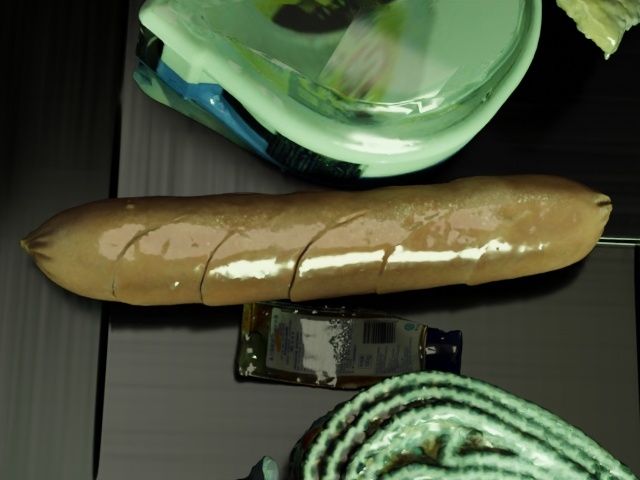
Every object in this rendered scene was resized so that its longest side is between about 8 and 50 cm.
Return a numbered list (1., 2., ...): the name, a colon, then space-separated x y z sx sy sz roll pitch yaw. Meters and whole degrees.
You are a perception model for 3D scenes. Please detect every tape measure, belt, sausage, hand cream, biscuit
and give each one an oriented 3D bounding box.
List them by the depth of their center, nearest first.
1. belt: 0.094 0.202 0.921 0.295 0.160 0.207 39 75 7
2. sausage: 0.000 0.001 1.014 0.433 0.088 0.087 -3 74 -4
3. hand cream: 0.022 0.077 1.021 0.163 0.039 0.062 5 74 3
4. tape measure: 0.025 -0.169 1.039 0.262 0.138 0.259 37 76 7
5. biscuit: 0.218 -0.250 1.073 0.133 0.032 0.250 41 50 -6
